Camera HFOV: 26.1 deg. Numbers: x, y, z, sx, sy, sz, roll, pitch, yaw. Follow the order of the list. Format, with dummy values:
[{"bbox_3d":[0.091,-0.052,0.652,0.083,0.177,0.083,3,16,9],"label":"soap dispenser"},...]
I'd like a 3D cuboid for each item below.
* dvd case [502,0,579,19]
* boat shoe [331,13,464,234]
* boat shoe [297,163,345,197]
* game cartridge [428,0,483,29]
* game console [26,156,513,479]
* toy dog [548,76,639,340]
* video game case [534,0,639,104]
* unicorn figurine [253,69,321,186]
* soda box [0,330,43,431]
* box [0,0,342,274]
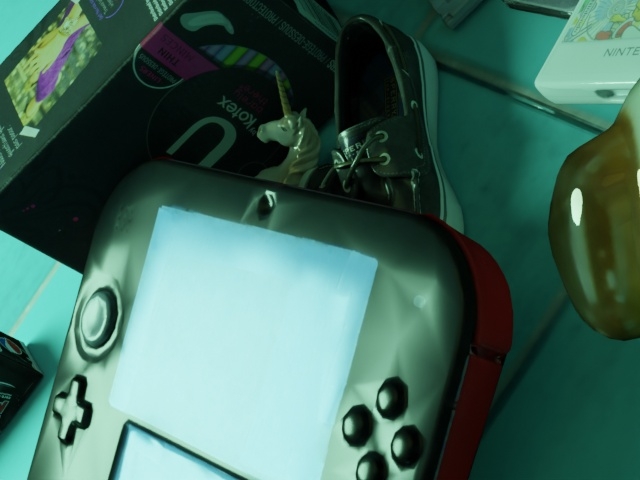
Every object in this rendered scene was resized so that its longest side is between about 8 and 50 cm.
[{"bbox_3d":[0.227,-0.236,0.891,0.164,0.018,0.221,26,84,51],"label":"dvd case"},{"bbox_3d":[0.041,-0.060,0.915,0.080,0.076,0.229,-24,49,34],"label":"boat shoe"},{"bbox_3d":[0.000,0.000,0.944,0.038,0.046,0.125,-18,44,44],"label":"boat shoe"},{"bbox_3d":[0.098,-0.193,0.998,0.056,0.017,0.083,-46,40,18],"label":"game cartridge"},{"bbox_3d":[-0.063,0.130,0.867,0.386,0.060,0.342,15,85,50],"label":"game console"},{"bbox_3d":[0.259,-0.004,0.454,0.284,0.395,0.408,-18,23,-14],"label":"toy dog"},{"bbox_3d":[0.235,-0.174,0.756,0.227,0.026,0.206,-60,27,-10],"label":"video game case"},{"bbox_3d":[-0.043,-0.023,1.001,0.111,0.060,0.162,-24,65,33],"label":"unicorn figurine"},{"bbox_3d":[-0.306,0.154,1.147,0.169,0.053,0.060,-52,39,6],"label":"soda box"},{"bbox_3d":[-0.125,-0.111,1.052,0.270,0.165,0.143,-43,41,17],"label":"box"}]
